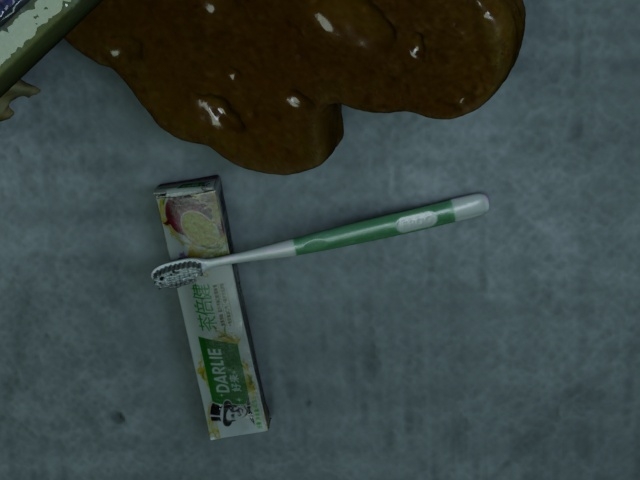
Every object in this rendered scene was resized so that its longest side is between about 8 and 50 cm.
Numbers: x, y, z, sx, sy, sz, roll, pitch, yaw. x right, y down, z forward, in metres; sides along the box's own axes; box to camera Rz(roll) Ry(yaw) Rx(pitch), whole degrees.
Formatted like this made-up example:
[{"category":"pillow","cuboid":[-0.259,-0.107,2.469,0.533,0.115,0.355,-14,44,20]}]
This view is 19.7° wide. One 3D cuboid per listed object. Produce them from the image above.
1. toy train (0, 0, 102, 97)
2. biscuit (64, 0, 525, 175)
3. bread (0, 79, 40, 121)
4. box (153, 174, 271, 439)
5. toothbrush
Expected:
[{"category":"toy train","cuboid":[-0.252,-0.177,1.166,0.299,0.131,0.202,-44,104,-1]},{"category":"biscuit","cuboid":[-0.040,-0.205,1.245,0.381,0.074,0.359,30,134,0]},{"category":"bread","cuboid":[-0.380,-0.213,1.296,0.236,0.183,0.389,-27,99,-1]},{"category":"box","cuboid":[-0.082,0.053,1.411,0.049,0.041,0.207,-9,109,6]},{"category":"toothbrush","cuboid":[0.000,0.000,1.368,0.257,0.024,0.018,-13,108,-3]}]
